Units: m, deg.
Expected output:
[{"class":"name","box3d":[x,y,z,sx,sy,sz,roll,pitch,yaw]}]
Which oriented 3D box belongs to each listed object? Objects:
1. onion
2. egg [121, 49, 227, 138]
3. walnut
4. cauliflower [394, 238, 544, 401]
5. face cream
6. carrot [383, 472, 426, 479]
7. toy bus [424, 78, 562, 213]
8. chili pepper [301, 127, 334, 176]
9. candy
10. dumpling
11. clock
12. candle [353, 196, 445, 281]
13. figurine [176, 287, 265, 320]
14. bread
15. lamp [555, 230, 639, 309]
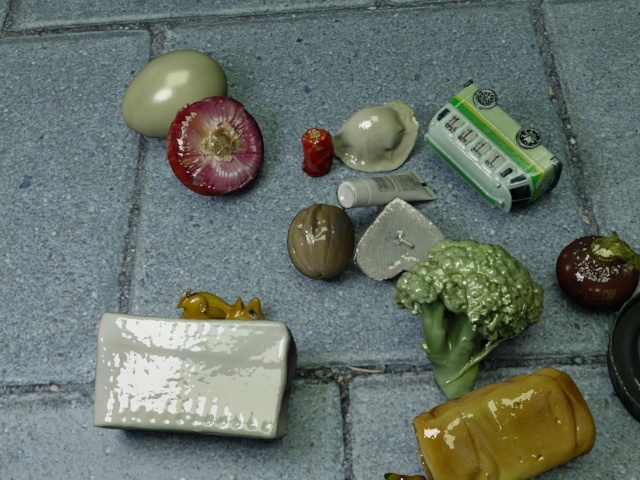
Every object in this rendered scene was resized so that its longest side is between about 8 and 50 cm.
[{"class":"onion","box3d":[-0.238,-0.201,1.787,0.230,0.163,0.230,3,84,-26]},{"class":"egg","box3d":[-0.334,-0.330,1.856,0.253,0.189,0.189,-26,59,-7]},{"class":"walnut","box3d":[0.001,0.001,1.650,0.140,0.140,0.162,5,47,8]},{"class":"cauliflower","box3d":[0.253,0.125,1.494,0.281,0.327,0.260,-56,41,21]},{"class":"face cream","box3d":[0.140,-0.108,1.710,0.243,0.058,0.092,-10,53,-39]},{"class":"carrot","box3d":[0.165,0.467,1.365,0.082,0.082,0.173,-14,58,-5]},{"class":"toy bus","box3d":[0.362,-0.188,1.725,0.164,0.134,0.276,-38,68,-9]},{"class":"chili pepper","box3d":[-0.008,-0.194,1.780,0.073,0.123,0.070,9,60,7]},{"class":"candy","box3d":[-0.228,0.247,1.477,0.358,0.145,0.208,2,76,6]},{"class":"dumpling","box3d":[0.125,-0.224,1.810,0.155,0.181,0.111,57,35,1]},{"class":"clock","box3d":[0.690,0.225,1.488,0.325,0.067,0.325,-2,58,3]},{"class":"candle","box3d":[0.160,-0.004,1.643,0.192,0.068,0.169,-4,87,0]},{"class":"figurine","box3d":[-0.198,0.163,1.596,0.176,0.121,0.122,8,86,-1]},{"class":"bread","box3d":[0.310,0.330,1.396,0.294,0.132,0.167,-17,83,-9]},{"class":"lamp","box3d":[0.538,0.053,1.570,0.156,0.135,0.157,23,64,18]}]
